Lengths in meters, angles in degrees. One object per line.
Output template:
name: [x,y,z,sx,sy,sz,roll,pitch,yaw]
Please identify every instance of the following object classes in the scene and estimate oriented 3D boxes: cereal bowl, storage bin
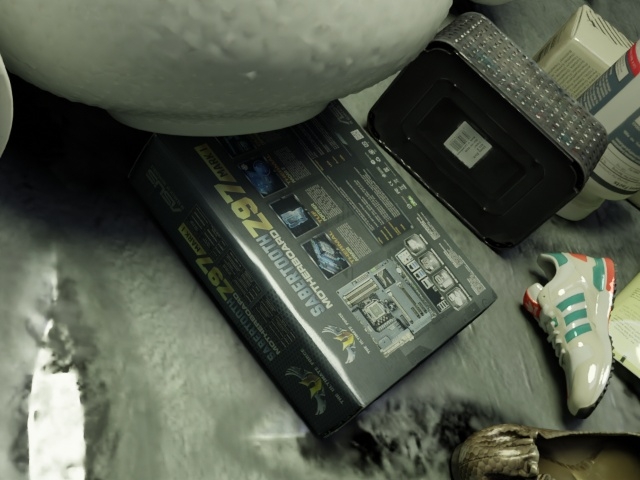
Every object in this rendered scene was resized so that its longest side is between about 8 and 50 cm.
cereal bowl: [-0.072,-0.162,0.591,0.339,0.141,0.339,-1,25,0]
storage bin: [0.148,-0.097,0.764,0.180,0.122,0.084,43,43,1]

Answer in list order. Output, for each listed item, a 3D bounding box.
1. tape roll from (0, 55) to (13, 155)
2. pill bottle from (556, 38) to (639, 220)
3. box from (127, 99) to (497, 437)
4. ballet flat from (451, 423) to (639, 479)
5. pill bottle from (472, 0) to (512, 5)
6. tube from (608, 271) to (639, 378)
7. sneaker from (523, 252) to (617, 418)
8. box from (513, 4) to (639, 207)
tape roll: [-0.282,-0.103,0.380,0.246,0.246,0.169,-7,62,-38]
pill bottle: [0.289,-0.103,0.826,0.108,0.180,0.108,19,48,-23]
box: [0.000,0.000,0.630,0.232,0.059,0.183,51,43,9]
ballet flat: [0.211,0.173,0.642,0.250,0.058,0.084,14,51,-27]
pill bottle: [0.067,-0.421,0.886,0.408,0.229,0.229,17,49,-24]
tube: [0.334,0.054,0.830,0.240,0.070,0.062,-38,119,-42]
sneaker: [0.207,0.076,0.731,0.075,0.057,0.161,13,54,7]
box: [0.350,-0.122,0.937,0.275,0.113,0.094,37,42,-7]
